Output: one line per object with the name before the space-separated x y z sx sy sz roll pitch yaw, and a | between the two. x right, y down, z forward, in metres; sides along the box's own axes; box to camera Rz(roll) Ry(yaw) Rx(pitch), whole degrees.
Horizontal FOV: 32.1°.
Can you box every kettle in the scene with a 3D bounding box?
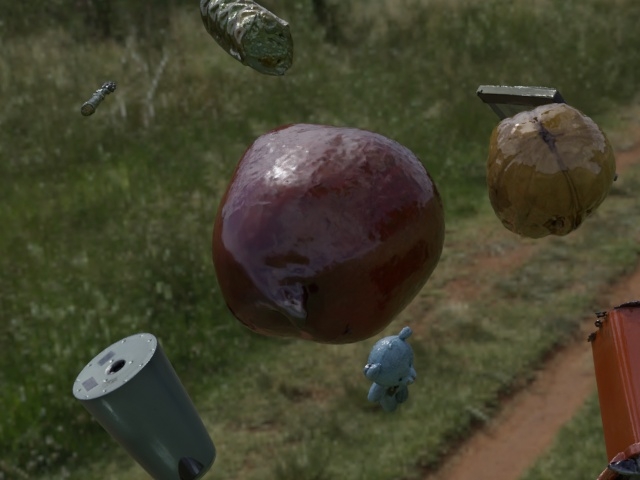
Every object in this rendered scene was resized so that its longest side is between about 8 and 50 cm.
kettle | -0.293 0.291 1.877 0.160 0.243 0.210 -37 26 -16

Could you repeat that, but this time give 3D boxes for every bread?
bread | -0.119 -0.326 1.697 0.098 0.087 0.269 23 13 -29

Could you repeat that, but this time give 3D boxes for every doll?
doll | 0.131 0.236 1.893 0.075 0.179 0.120 19 53 35

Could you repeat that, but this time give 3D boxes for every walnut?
walnut | 0.255 -0.074 1.236 0.144 0.144 0.180 -6 -27 -1

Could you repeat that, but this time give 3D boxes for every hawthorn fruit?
hawthorn fruit | -0.003 -0.005 1.401 0.311 0.295 0.295 -30 25 -33

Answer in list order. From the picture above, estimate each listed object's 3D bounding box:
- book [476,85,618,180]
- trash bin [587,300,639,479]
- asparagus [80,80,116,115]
book | 0.372 -0.176 1.811 0.157 0.231 0.026 12 67 47
trash bin | 0.419 0.208 1.413 0.184 0.238 0.161 -5 -30 -6
asparagus | -0.361 -0.232 1.807 0.025 0.024 0.248 16 15 -6
